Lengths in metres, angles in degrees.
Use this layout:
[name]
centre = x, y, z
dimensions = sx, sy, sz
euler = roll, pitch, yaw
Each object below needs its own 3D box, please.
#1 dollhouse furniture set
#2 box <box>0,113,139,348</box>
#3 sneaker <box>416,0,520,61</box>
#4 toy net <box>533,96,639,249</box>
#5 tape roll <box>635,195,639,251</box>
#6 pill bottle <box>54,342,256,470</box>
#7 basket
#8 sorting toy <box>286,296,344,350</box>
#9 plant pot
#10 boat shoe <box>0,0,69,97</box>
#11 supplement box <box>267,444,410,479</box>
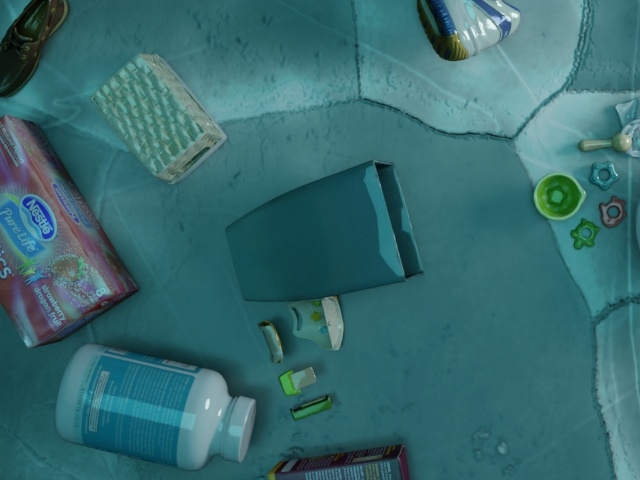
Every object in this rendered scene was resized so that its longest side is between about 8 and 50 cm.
[dollhouse furniture set]
centre = -0.037, 0.177, 1.823
dimensions = 0.058, 0.076, 0.152
euler = -21, 89, -6
[box]
centre = -0.410, -0.013, 1.830
dimensions = 0.154, 0.142, 0.300
euler = -32, 86, 5
[sneaker]
centre = 0.177, -0.400, 1.788
dimensions = 0.131, 0.112, 0.297
euler = -22, 89, -11
[toy net]
centre = 0.406, -0.101, 1.775
dimensions = 0.122, 0.045, 0.232
euler = 44, 95, 5
[tape roll]
centre = 0.538, -0.023, 1.719
dimensions = 0.219, 0.072, 0.219
euler = 0, 91, 22
[pill bottle]
centre = -0.229, 0.240, 1.806
dimensions = 0.264, 0.146, 0.146
euler = 12, 92, 8
[basket]
centre = -0.233, -0.176, 1.826
dimensions = 0.113, 0.103, 0.167
euler = -41, 86, 7
[sorting toy]
centre = -0.011, 0.112, 1.830
dimensions = 0.075, 0.045, 0.083
euler = -3, 112, 24
[plant pot]
centre = 0.000, 0.000, 1.773
dimensions = 0.234, 0.165, 0.166
euler = -15, 88, 13
[boat shoe]
centre = -0.437, -0.291, 1.873
dimensions = 0.064, 0.060, 0.178
euler = 35, 94, 6
[supplement box]
centre = 0.029, 0.345, 1.795
dimensions = 0.188, 0.104, 0.081
euler = -9, 90, 7
